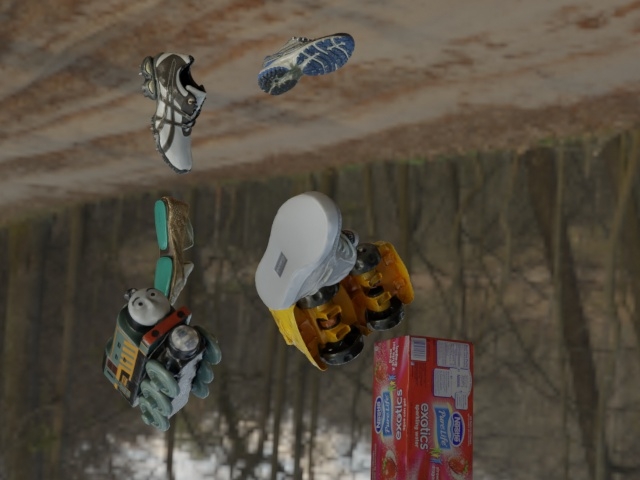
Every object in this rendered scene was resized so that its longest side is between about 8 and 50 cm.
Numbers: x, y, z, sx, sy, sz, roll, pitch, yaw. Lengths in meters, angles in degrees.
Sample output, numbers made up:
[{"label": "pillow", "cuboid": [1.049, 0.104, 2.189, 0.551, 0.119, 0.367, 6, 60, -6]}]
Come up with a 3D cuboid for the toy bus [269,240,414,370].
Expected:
[{"label": "toy bus", "cuboid": [0.015, 0.091, 2.028, 0.220, 0.149, 0.211, -35, -154, -20]}]

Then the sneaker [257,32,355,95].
[{"label": "sneaker", "cuboid": [-0.020, -0.237, 1.509, 0.135, 0.058, 0.052, -20, 137, 21]}]

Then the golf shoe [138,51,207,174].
[{"label": "golf shoe", "cuboid": [-0.222, -0.202, 1.907, 0.094, 0.198, 0.077, -8, -163, 17]}]

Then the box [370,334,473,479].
[{"label": "box", "cuboid": [0.166, 0.290, 1.958, 0.128, 0.256, 0.123, 8, 166, -25]}]

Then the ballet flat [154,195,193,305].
[{"label": "ballet flat", "cuboid": [-0.256, 0.024, 2.137, 0.067, 0.206, 0.073, -1, -173, -35]}]

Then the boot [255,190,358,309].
[{"label": "boot", "cuboid": [0.000, 0.000, 1.652, 0.123, 0.095, 0.258, -23, 162, -31]}]

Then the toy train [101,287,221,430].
[{"label": "toy train", "cuboid": [-0.286, 0.204, 2.085, 0.142, 0.190, 0.334, -40, 167, -28]}]
